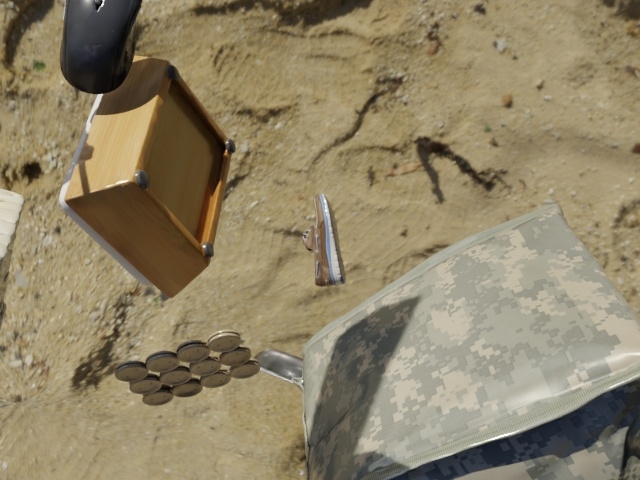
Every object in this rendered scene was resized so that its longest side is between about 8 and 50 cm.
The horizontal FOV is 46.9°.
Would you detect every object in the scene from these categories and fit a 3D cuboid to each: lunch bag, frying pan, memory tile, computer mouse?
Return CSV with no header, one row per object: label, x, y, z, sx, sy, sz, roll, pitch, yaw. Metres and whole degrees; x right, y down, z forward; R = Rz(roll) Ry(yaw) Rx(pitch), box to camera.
lunch bag,0.117,0.133,0.602,0.286,0.235,0.169,-24,118,10
frying pan,0.023,0.220,1.093,0.197,0.326,0.053,28,78,-41
memory tile,-0.149,0.147,0.841,0.147,0.113,0.012,-18,54,4
computer mouse,-0.313,-0.334,0.953,0.184,0.060,0.262,17,87,-8

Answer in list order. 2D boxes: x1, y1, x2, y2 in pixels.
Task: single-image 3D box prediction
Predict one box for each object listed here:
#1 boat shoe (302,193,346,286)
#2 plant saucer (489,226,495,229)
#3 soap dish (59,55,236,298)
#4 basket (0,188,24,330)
boat shoe,0.000,0.000,1.421,0.066,0.066,0.183,-12,74,11
plant saucer,0.168,0.062,0.913,0.192,0.067,0.018,-47,117,5
soap dish,-0.230,-0.099,1.050,0.229,0.118,0.291,54,30,-43
basket,-0.264,0.014,0.421,0.167,0.113,0.103,15,110,-21
